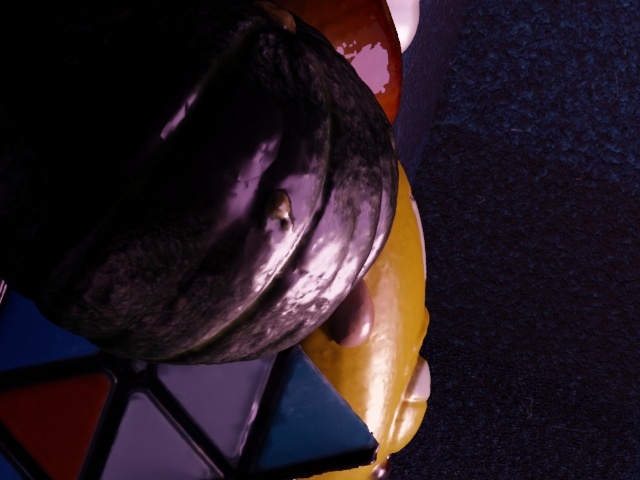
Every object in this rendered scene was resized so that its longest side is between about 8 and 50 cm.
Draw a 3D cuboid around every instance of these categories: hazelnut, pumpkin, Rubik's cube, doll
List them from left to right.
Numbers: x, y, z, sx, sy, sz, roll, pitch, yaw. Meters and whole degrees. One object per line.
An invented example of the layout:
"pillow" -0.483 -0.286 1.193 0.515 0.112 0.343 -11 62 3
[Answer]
"Rubik's cube" -0.177 0.102 0.973 0.234 0.284 0.250 -44 -164 -27
"pumpkin" -0.069 -0.045 0.712 0.162 0.220 0.220 -47 179 16
"hazelnut" -0.040 -0.113 0.987 0.204 0.178 0.178 8 -105 65
"doll" 0.002 -0.023 1.220 0.348 0.161 0.423 -96 -173 -47
